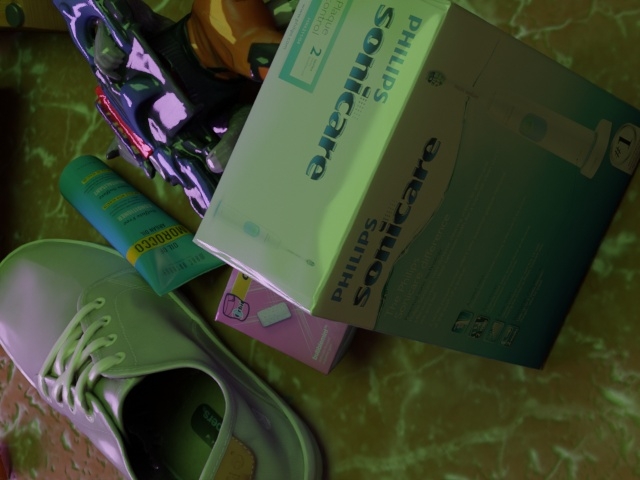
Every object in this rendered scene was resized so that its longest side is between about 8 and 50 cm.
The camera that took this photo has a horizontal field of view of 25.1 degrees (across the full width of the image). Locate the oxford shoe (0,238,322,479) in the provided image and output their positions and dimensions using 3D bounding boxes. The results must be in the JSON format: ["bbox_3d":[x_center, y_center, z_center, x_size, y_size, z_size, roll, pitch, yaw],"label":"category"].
[{"bbox_3d":[-0.181,0.116,1.302,0.449,0.130,0.169,34,103,39],"label":"oxford shoe"}]

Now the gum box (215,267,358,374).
[{"bbox_3d":[0.000,0.000,1.174,0.107,0.062,0.188,26,112,10],"label":"gum box"}]

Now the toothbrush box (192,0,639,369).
[{"bbox_3d":[0.084,-0.044,1.023,0.126,0.295,0.216,29,99,38],"label":"toothbrush box"}]

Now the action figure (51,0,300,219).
[{"bbox_3d":[-0.061,-0.133,1.285,0.330,0.178,0.341,-28,93,36],"label":"action figure"}]

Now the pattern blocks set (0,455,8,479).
[{"bbox_3d":[-0.409,0.322,1.472,0.324,0.026,0.285,25,96,32],"label":"pattern blocks set"}]

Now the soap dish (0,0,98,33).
[{"bbox_3d":[-0.362,-0.325,1.498,0.290,0.118,0.229,8,113,37],"label":"soap dish"}]

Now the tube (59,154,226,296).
[{"bbox_3d":[-0.175,-0.013,1.368,0.207,0.080,0.052,38,146,38],"label":"tube"}]
